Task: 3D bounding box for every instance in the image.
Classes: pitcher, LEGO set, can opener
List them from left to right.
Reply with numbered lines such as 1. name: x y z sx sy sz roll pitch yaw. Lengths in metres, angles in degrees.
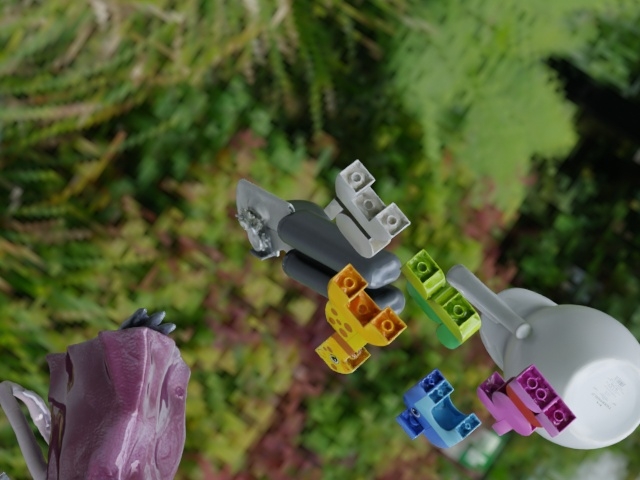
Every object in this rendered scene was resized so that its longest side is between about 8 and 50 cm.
1. can opener: 0.000 0.000 1.851 0.093 0.280 0.074 -21 118 -23
2. LEGO set: 0.054 0.069 1.277 0.087 0.227 0.093 -38 177 -28
3. pitcher: 0.205 0.100 1.736 0.125 0.178 0.207 -52 -158 3

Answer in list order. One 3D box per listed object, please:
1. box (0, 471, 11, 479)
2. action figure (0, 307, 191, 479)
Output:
1. box: -0.451 0.359 2.120 0.231 0.056 0.183 -22 -159 48
2. action figure: -0.208 0.255 1.732 0.248 0.276 0.370 52 33 -51
